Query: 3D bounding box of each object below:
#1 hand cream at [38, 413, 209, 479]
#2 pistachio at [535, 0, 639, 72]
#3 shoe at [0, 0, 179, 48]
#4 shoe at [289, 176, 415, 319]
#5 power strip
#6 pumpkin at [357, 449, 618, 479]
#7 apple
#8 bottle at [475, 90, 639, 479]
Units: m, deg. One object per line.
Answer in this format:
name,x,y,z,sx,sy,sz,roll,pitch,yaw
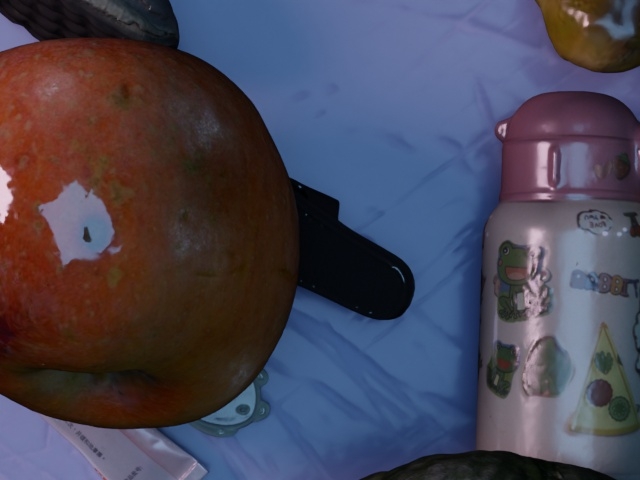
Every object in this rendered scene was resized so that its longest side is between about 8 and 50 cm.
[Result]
hand cream,-0.169,0.097,1.227,0.216,0.038,0.052,45,129,-3
pistachio,0.204,-0.195,1.233,0.110,0.100,0.189,15,77,-24
shoe,-0.194,-0.260,1.209,0.336,0.132,0.171,41,77,3
shoe,0.000,0.000,1.232,0.159,0.053,0.062,31,117,21
power strip,-0.075,0.104,1.232,0.083,0.035,0.055,-3,87,-5
pumpkin,0.095,0.253,1.125,0.300,0.300,0.207,3,44,-3
apple,-0.130,0.001,1.123,0.254,0.253,0.253,0,87,-3
bottle,0.163,0.030,1.205,0.120,0.120,0.253,3,88,-3
